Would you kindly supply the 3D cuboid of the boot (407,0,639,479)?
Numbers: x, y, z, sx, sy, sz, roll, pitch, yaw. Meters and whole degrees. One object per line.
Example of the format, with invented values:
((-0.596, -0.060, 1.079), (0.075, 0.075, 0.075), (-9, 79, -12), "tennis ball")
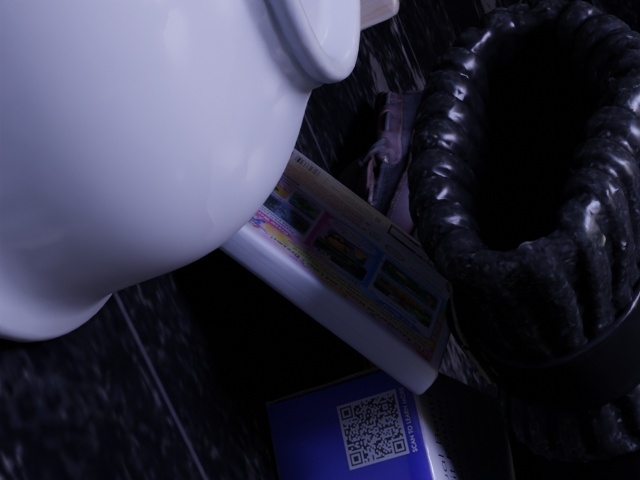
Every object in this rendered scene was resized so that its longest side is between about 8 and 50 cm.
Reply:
((0.136, 0.083, 0.687), (0.260, 0.131, 0.348), (71, 2, -50), "boot")

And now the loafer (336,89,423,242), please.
((0.050, -0.024, 0.962), (0.302, 0.095, 0.109), (-59, 158, -60), "loafer")

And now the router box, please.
((0.099, 0.255, 0.807), (0.301, 0.082, 0.335), (29, 46, -63), "router box")

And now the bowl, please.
((-0.067, -0.118, 0.549), (0.298, 0.134, 0.298), (-10, 90, -76), "bowl")

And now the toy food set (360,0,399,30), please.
((-0.032, -0.209, 0.865), (0.220, 0.092, 0.306), (68, 20, -9), "toy food set")

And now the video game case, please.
((0.000, 0.000, 0.745), (0.157, 0.019, 0.143), (37, 20, -1), "video game case")
